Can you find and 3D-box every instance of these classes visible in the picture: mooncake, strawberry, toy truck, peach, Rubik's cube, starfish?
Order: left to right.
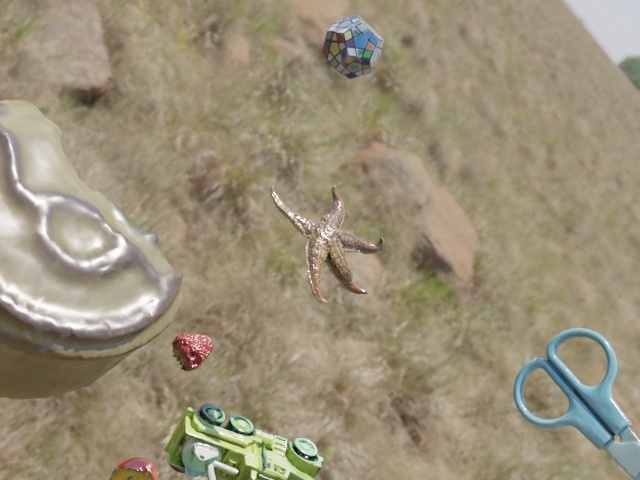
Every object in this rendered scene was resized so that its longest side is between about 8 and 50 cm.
[{"bbox_3d":[-0.393,0.014,1.406,0.394,0.246,0.393,24,44,-29],"label":"mooncake"},{"bbox_3d":[-0.375,0.472,2.071,0.098,0.098,0.061,43,32,-21],"label":"peach"},{"bbox_3d":[-0.242,0.206,1.942,0.083,0.073,0.073,-29,76,-28],"label":"strawberry"},{"bbox_3d":[-0.129,0.391,1.733,0.259,0.128,0.135,22,23,-21],"label":"toy truck"},{"bbox_3d":[0.005,-0.003,1.692,0.238,0.057,0.213,41,47,-13],"label":"starfish"},{"bbox_3d":[0.057,-0.340,1.789,0.111,0.111,0.093,-97,168,-58],"label":"Rubik's cube"}]

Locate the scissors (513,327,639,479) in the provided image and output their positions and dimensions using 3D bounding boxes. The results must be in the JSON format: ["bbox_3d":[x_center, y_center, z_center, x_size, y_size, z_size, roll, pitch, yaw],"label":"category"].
[{"bbox_3d":[0.500,0.343,1.649,0.447,0.192,0.029,52,12,31],"label":"scissors"}]
